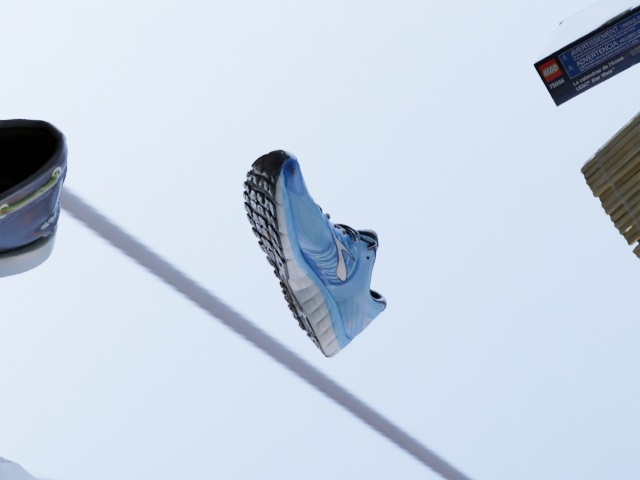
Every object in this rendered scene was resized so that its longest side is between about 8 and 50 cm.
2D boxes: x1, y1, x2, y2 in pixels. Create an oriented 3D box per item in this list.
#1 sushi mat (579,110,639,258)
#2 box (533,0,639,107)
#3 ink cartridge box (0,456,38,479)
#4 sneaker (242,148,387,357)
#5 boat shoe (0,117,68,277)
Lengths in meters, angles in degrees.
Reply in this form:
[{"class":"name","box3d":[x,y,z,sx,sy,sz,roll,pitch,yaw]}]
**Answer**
[{"class":"sushi mat","box3d":[0.324,-0.080,1.257,0.151,0.019,0.316,55,-45,12]},{"class":"box","box3d":[0.162,-0.114,0.893,0.094,0.137,0.027,-28,-82,18]},{"class":"ink cartridge box","box3d":[-0.182,0.351,0.869,0.270,0.151,0.395,32,-69,32]},{"class":"sneaker","box3d":[0.000,0.000,1.184,0.073,0.162,0.063,-30,-144,-11]},{"class":"boat shoe","box3d":[-0.222,-0.011,0.821,0.081,0.228,0.068,46,-47,29]}]
